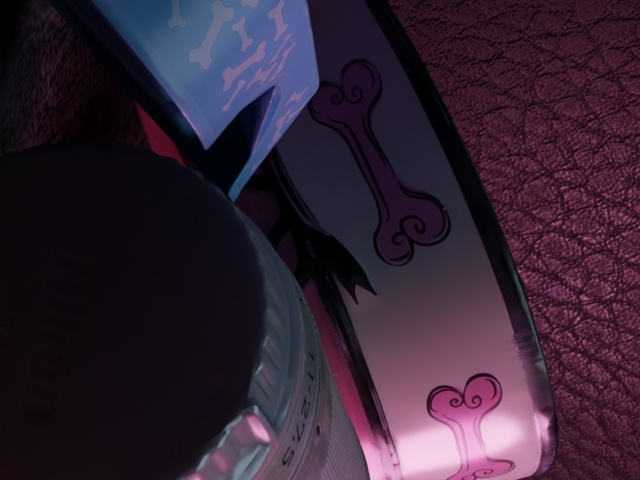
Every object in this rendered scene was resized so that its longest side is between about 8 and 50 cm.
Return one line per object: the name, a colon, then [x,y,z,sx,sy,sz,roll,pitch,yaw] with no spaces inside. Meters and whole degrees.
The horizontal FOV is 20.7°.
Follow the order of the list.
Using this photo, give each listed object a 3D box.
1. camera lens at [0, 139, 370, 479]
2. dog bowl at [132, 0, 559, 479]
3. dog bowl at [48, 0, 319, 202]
camera lens: [-0.096,0.104,0.882,0.274,0.219,0.219,71,35,-59]
dog bowl: [0.000,0.000,1.176,0.408,0.150,0.408,155,-90,-83]
dog bowl: [-0.073,-0.113,0.784,0.074,0.166,0.297,-42,173,-4]
